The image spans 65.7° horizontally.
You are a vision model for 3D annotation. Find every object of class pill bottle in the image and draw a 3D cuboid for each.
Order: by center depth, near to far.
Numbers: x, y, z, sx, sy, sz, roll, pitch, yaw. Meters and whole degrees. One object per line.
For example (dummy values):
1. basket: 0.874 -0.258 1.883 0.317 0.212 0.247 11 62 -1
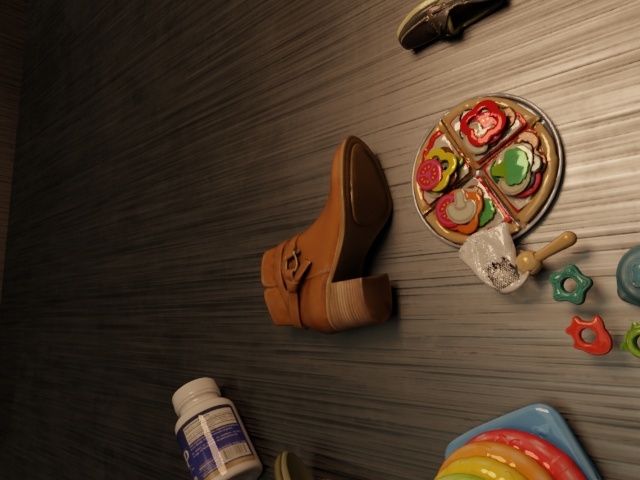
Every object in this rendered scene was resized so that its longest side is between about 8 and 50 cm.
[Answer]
1. pill bottle: -0.187 0.340 0.861 0.112 0.112 0.187 -53 52 23

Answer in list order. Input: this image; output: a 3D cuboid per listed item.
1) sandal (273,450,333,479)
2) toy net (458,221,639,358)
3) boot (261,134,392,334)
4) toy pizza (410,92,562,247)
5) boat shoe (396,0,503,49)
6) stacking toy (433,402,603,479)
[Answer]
1. sandal: 0.052 0.385 0.652 0.302 0.120 0.086 32 77 39
2. toy net: 0.260 0.048 0.540 0.232 0.045 0.122 13 94 45
3. boot: 0.000 0.000 0.761 0.220 0.109 0.284 -13 82 45
4. toy pizza: 0.196 -0.089 0.625 0.201 0.032 0.201 -8 78 42
5. boat shoe: 0.170 -0.300 0.665 0.152 0.056 0.049 -25 62 38
6. stacking toy: 0.138 0.268 0.440 0.166 0.301 0.175 -42 59 30
